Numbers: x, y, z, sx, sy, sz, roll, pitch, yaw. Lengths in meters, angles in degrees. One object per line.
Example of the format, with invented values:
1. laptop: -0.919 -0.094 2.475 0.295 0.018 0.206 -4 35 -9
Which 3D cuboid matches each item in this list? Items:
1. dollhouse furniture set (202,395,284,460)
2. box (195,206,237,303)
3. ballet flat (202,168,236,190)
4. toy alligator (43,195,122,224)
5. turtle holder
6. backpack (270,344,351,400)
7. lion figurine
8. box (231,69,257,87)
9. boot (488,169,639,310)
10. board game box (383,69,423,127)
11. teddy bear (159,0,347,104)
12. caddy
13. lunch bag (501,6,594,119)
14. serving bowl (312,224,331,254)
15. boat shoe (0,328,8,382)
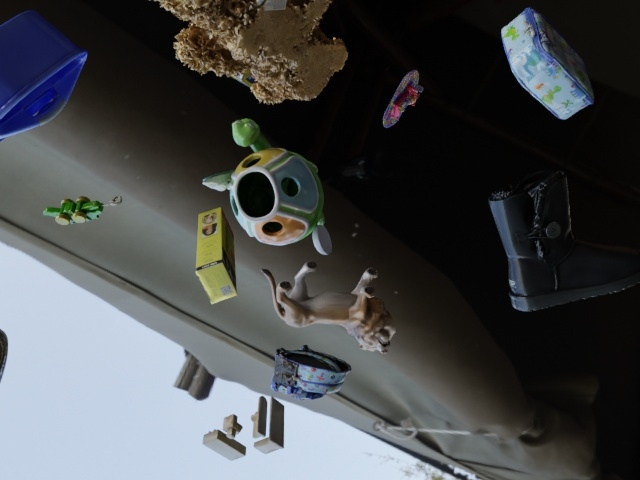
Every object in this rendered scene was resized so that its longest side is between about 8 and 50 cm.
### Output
1. dollhouse furniture set: -0.197 0.480 1.310 0.144 0.151 0.123 49 -156 -34
2. box: -0.216 0.024 1.040 0.058 0.232 0.087 -19 -58 -1
3. ballet flat: -0.274 -0.168 1.426 0.052 0.057 0.168 63 -155 -6
4. toy alligator: -0.527 -0.065 1.130 0.051 0.190 0.056 75 -170 -55
5. turtle holder: -0.121 -0.148 1.309 0.227 0.243 0.320 -7 -76 -72
6. backpack: -0.017 0.337 1.253 0.158 0.173 0.117 17 -97 -61
7. lion figurine: 0.023 0.184 1.344 0.392 0.240 0.142 11 -139 -4
8. box: -0.222 -0.433 1.215 0.054 0.169 0.059 -58 -24 8
9. boot: 0.403 -0.015 0.804 0.246 0.094 0.207 -14 -78 -4
10. board game box: 0.231 -0.376 1.359 0.168 0.033 0.133 -62 -19 18
11. teddy bear: -0.090 -0.312 0.664 0.113 0.245 0.338 48 -154 26
12. caddy: -0.669 -0.343 1.117 0.179 0.241 0.341 44 -132 -22
13. lunch bag: 0.482 -0.377 1.061 0.219 0.090 0.176 27 -131 -29
14. serving bowl: 0.000 0.000 1.336 0.083 0.027 0.083 48 -147 -47
15. boat shoe: -0.725 0.331 0.993 0.116 0.097 0.324 37 -109 -36
